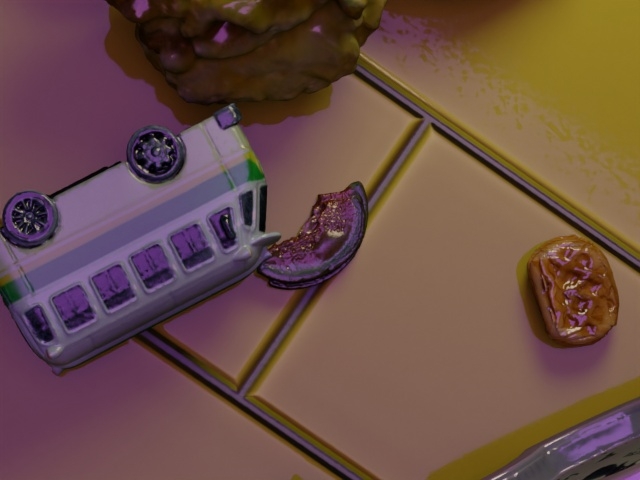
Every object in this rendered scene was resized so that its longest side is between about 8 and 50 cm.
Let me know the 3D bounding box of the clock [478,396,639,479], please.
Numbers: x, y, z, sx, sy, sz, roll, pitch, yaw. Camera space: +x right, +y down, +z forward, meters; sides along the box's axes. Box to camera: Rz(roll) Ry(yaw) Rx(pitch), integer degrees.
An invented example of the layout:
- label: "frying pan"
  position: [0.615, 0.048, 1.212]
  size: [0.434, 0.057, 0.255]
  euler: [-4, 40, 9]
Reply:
- label: "clock"
  position: [0.269, 0.228, 1.665]
  size: [0.338, 0.338, 0.102]
  euler: [-25, 90, -8]

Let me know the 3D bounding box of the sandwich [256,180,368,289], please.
- label: "sandwich"
  position: [0.002, 0.000, 1.802]
  size: [0.067, 0.029, 0.135]
  euler: [43, 82, -2]

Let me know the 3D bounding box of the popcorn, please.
- label: "popcorn"
  position: [-0.087, -0.233, 1.721]
  size: [0.286, 0.174, 0.225]
  euler: [17, 128, -26]

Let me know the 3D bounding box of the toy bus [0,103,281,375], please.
- label: "toy bus"
  position: [-0.173, -0.002, 1.732]
  size: [0.276, 0.133, 0.165]
  euler: [-27, 88, -6]

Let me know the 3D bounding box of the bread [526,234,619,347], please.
- label: "bread"
  position: [0.248, 0.049, 1.819]
  size: [0.083, 0.044, 0.111]
  euler: [-16, 89, -11]
